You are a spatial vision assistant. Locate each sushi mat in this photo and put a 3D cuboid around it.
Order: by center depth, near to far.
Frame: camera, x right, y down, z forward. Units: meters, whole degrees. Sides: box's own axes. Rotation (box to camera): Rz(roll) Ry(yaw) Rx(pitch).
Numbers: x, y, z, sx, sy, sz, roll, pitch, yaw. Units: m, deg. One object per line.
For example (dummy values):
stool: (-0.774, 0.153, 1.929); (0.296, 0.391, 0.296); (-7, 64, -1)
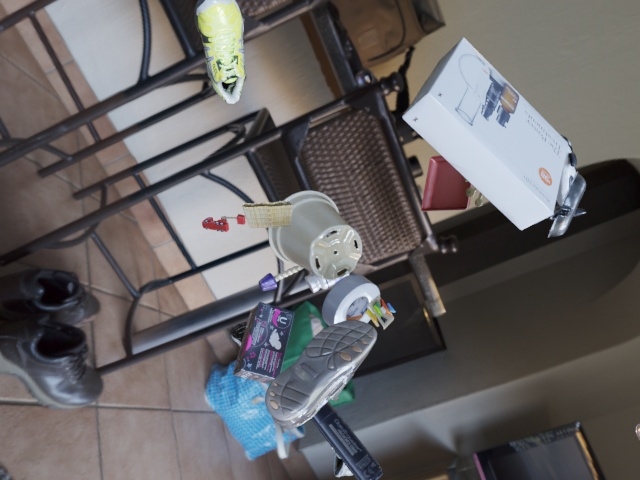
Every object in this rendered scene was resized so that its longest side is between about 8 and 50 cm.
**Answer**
sushi mat: (-0.170, -0.080, 1.532); (0.316, 0.151, 0.019); (116, -30, -79)

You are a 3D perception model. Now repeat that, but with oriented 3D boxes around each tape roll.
tape roll: (0.112, 0.232, 1.680); (0.072, 0.219, 0.219); (35, -17, 42)

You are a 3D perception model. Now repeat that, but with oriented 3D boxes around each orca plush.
orca plush: (0.842, -0.217, 1.565); (0.151, 0.102, 0.287); (118, -33, -61)

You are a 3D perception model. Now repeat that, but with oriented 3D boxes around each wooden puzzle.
wooden puzzle: (0.149, 0.172, 1.129); (0.079, 0.014, 0.116); (56, 30, -2)

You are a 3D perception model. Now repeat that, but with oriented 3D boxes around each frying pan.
frying pan: (0.665, -0.107, 1.249); (0.053, 0.197, 0.326); (24, 0, 25)

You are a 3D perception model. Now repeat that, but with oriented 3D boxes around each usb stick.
usb stick: (0.055, 0.535, 1.269); (0.278, 0.077, 0.045); (46, -42, 25)

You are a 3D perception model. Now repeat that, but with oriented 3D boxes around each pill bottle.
pill bottle: (0.028, 0.160, 2.158); (0.112, 0.186, 0.112); (57, -12, 20)

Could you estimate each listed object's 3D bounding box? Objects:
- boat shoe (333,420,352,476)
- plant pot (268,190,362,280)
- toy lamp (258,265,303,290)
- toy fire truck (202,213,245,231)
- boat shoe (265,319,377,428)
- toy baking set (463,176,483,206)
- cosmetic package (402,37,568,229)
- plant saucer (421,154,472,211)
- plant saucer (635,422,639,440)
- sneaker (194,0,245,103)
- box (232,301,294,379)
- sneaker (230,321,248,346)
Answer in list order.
boat shoe: (0.081, 0.770, 1.696); (0.118, 0.103, 0.320); (-114, -170, -46)
plant pot: (0.000, 0.000, 1.855); (0.305, 0.333, 0.334); (37, -22, 56)
toy lamp: (-0.154, 0.152, 2.142); (0.080, 0.274, 0.080); (51, -24, 34)
toy fire truck: (-0.501, -0.097, 2.426); (0.135, 0.192, 0.047); (-60, 155, -56)
boat shoe: (0.006, 0.339, 1.205); (0.132, 0.355, 0.130); (35, -35, 35)
toy baking set: (0.607, -0.217, 1.624); (0.030, 0.256, 0.197); (-6, 95, -39)
cosmetic package: (0.393, -0.250, 1.073); (0.377, 0.097, 0.284); (40, 54, -9)
plant saucer: (0.563, -0.248, 2.015); (0.047, 0.259, 0.259); (15, 83, -32)
plant saucer: (1.112, 0.650, 1.480); (0.198, 0.036, 0.199); (47, -19, 22)
sneaker: (-0.284, -0.579, 1.432); (0.385, 0.145, 0.147); (98, -30, -70)
box: (-0.202, 0.371, 1.675); (0.163, 0.142, 0.247); (134, -27, -61)
sneaker: (-0.316, 0.452, 2.043); (0.271, 0.100, 0.108); (40, -32, 52)
